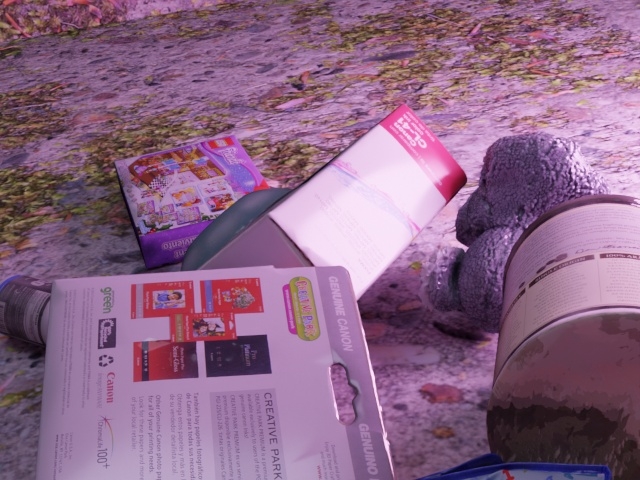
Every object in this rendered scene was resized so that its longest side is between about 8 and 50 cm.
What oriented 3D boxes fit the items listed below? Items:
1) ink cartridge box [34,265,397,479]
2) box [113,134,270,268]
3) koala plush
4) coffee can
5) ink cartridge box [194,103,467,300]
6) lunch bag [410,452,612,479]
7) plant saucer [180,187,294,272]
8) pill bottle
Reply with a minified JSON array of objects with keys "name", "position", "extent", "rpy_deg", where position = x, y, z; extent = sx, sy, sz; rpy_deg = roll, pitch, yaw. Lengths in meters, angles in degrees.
[{"name":"ink cartridge box","position":[-0.088,0.174,0.813],"extent":[0.272,0.130,0.309],"rpy_deg":[-4,44,-6]},{"name":"box","position":[-0.188,-0.066,1.454],"extent":[0.201,0.057,0.293],"rpy_deg":[-14,29,-12]},{"name":"koala plush","position":[0.219,0.011,1.098],"extent":[0.196,0.203,0.221],"rpy_deg":[23,59,20]},{"name":"coffee can","position":[0.254,0.096,0.853],"extent":[0.202,0.201,0.275],"rpy_deg":[0,21,14]},{"name":"ink cartridge box","position":[0.000,0.000,1.103],"extent":[0.226,0.131,0.306],"rpy_deg":[-37,2,42]},{"name":"lunch bag","position":[0.143,0.236,0.733],"extent":[0.151,0.128,0.096],"rpy_deg":[-2,27,13]},{"name":"plant saucer","position":[-0.115,-0.011,1.223],"extent":[0.195,0.037,0.195],"rpy_deg":[-42,0,0]},{"name":"pill bottle","position":[-0.326,0.090,1.172],"extent":[0.137,0.078,0.078],"rpy_deg":[11,33,30]}]
